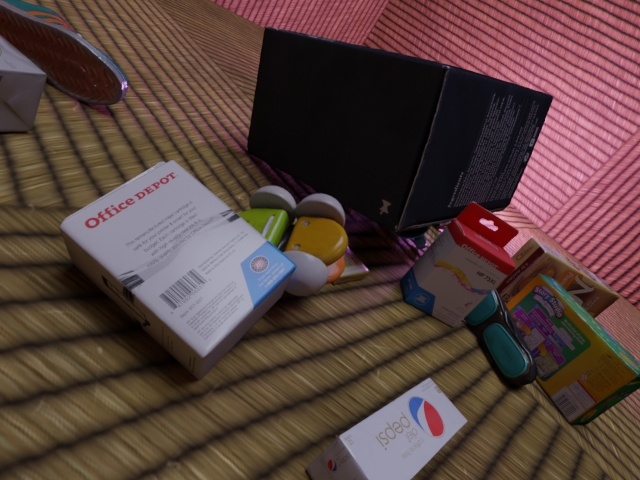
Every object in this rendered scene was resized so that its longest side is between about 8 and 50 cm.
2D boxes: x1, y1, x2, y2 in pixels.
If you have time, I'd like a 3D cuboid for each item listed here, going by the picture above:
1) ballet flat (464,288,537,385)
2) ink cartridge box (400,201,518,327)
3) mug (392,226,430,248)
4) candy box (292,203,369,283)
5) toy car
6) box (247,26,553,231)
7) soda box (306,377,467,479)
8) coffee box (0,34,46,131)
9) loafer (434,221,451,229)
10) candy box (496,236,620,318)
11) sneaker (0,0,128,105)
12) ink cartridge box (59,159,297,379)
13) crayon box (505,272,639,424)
[{"bbox_3d":[0.377,0.185,0.914,0.096,0.095,0.280,28,35,-37],"label":"ballet flat"},{"bbox_3d":[0.287,0.052,0.853,0.134,0.231,0.078,29,27,-13],"label":"ink cartridge box"},{"bbox_3d":[0.241,-0.067,1.144,0.129,0.158,0.097,14,20,11],"label":"mug"},{"bbox_3d":[0.000,0.000,0.832,0.105,0.027,0.206,0,43,-54],"label":"candy box"},{"bbox_3d":[-0.049,0.015,0.626,0.182,0.136,0.159,11,52,12],"label":"toy car"},{"bbox_3d":[0.170,-0.264,0.971,0.472,0.297,0.480,-13,34,-43],"label":"box"},{"bbox_3d":[0.087,0.235,0.491,0.216,0.069,0.074,-1,44,-52],"label":"soda box"},{"bbox_3d":[-0.518,-0.253,0.555,0.246,0.098,0.141,40,26,9],"label":"coffee box"},{"bbox_3d":[0.380,-0.060,1.381,0.125,0.045,0.039,26,43,-7],"label":"loafer"},{"bbox_3d":[0.679,0.141,1.231,0.316,0.183,0.087,27,28,-17],"label":"candy box"},{"bbox_3d":[-0.478,-0.359,0.772,0.302,0.108,0.121,30,30,-7],"label":"sneaker"},{"bbox_3d":[-0.155,0.026,0.476,0.203,0.086,0.148,40,54,9],"label":"ink cartridge box"},{"bbox_3d":[0.527,0.228,0.920,0.081,0.165,0.278,16,32,-34],"label":"crayon box"}]
